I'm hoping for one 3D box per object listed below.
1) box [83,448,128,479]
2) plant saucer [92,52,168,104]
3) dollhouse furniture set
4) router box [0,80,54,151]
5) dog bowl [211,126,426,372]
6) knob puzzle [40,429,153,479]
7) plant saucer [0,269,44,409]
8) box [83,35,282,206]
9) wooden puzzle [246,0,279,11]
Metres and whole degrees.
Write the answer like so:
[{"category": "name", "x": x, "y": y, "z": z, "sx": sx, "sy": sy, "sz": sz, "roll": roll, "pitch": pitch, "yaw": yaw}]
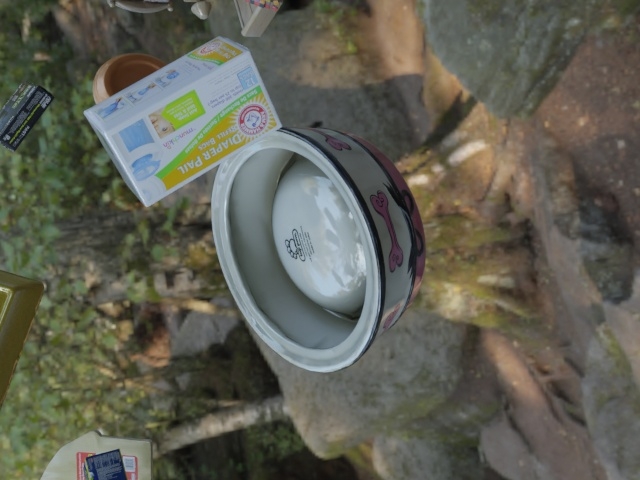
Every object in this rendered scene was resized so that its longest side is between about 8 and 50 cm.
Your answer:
[{"category": "box", "x": -0.296, "y": 0.393, "z": 1.258, "sx": 0.059, "sy": 0.054, "sz": 0.169, "roll": 119, "pitch": 135, "yaw": -57}, {"category": "plant saucer", "x": -0.395, "y": -0.333, "z": 1.909, "sx": 0.037, "sy": 0.199, "sz": 0.200, "roll": 122, "pitch": 141, "yaw": -60}, {"category": "dollhouse furniture set", "x": -0.261, "y": -0.504, "z": 1.651, "sx": 0.303, "sy": 0.355, "sz": 0.174, "roll": -43, "pitch": 58, "yaw": 54}, {"category": "router box", "x": -0.531, "y": -0.220, "z": 1.537, "sx": 0.038, "sy": 0.122, "sz": 0.092, "roll": 40, "pitch": 168, "yaw": -37}, {"category": "dog bowl", "x": 0.000, "y": 0.000, "z": 1.433, "sx": 0.408, "sy": 0.150, "sz": 0.408, "roll": 24, "pitch": 123, "yaw": 41}, {"category": "knob puzzle", "x": -0.360, "y": 0.398, "z": 1.414, "sx": 0.030, "sy": 0.213, "sz": 0.213, "roll": -33, "pitch": -63, "yaw": -78}, {"category": "plant saucer", "x": -0.816, "y": 0.186, "z": 1.902, "sx": 0.081, "sy": 0.332, "sz": 0.333, "roll": 129, "pitch": 156, "yaw": -65}, {"category": "box", "x": -0.168, "y": -0.151, "z": 1.084, "sx": 0.103, "sy": 0.203, "sz": 0.114, "roll": 39, "pitch": 158, "yaw": 54}, {"category": "wooden puzzle", "x": -0.114, "y": -0.454, "z": 1.615, "sx": 0.049, "sy": 0.083, "sz": 0.006, "roll": 107, "pitch": -175, "yaw": -59}]
